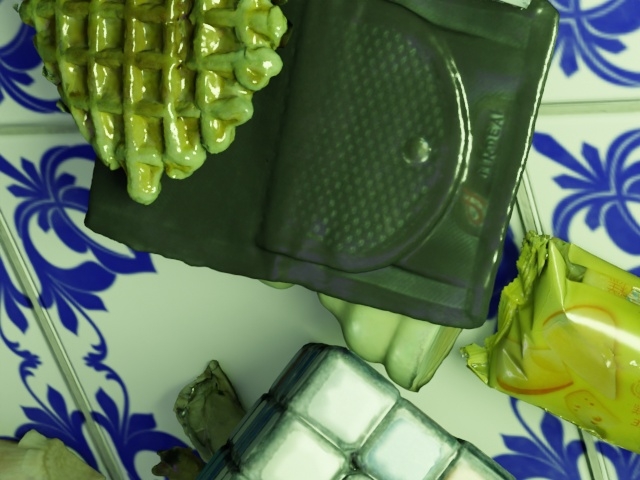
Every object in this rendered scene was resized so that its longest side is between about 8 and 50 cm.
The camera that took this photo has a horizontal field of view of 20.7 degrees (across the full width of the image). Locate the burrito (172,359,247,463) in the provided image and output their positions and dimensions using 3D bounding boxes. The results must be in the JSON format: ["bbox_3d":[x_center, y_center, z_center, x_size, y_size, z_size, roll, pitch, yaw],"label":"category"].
[{"bbox_3d":[-0.053,0.210,1.554,0.058,0.063,0.229,-29,110,12],"label":"burrito"}]

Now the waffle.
[{"bbox_3d":[-0.118,-0.153,1.222,0.208,0.054,0.214,-43,73,22],"label":"waffle"}]

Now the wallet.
[{"bbox_3d":[-0.009,-0.082,1.226,0.323,0.041,0.247,17,101,22],"label":"wallet"}]

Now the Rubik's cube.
[{"bbox_3d":[0.026,0.270,1.325,0.292,0.287,0.293,38,175,-4],"label":"Rubik's cube"}]

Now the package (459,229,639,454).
[{"bbox_3d":[0.222,0.087,1.279,0.226,0.090,0.168,24,136,6],"label":"package"}]

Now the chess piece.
[{"bbox_3d":[0.000,0.000,1.313,0.243,0.133,0.133,29,135,13],"label":"chess piece"}]

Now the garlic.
[{"bbox_3d":[-0.324,0.289,1.759,0.148,0.128,0.266,38,147,13],"label":"garlic"}]

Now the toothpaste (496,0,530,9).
[{"bbox_3d":[0.057,-0.208,1.157,0.196,0.047,0.040,20,137,13],"label":"toothpaste"}]

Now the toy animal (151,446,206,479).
[{"bbox_3d":[-0.087,0.279,1.621,0.219,0.103,0.101,43,115,-6],"label":"toy animal"}]
